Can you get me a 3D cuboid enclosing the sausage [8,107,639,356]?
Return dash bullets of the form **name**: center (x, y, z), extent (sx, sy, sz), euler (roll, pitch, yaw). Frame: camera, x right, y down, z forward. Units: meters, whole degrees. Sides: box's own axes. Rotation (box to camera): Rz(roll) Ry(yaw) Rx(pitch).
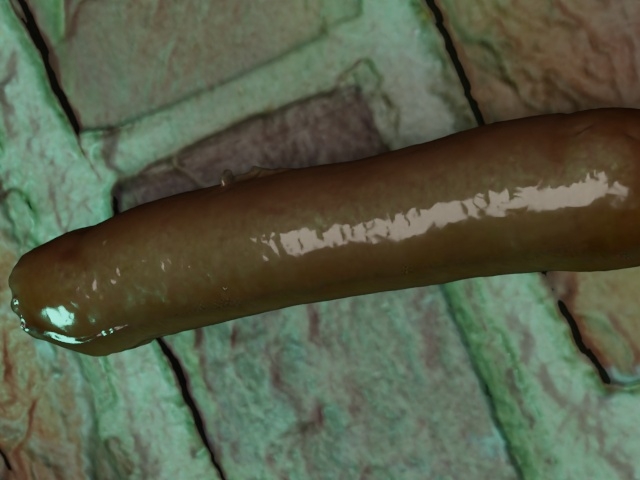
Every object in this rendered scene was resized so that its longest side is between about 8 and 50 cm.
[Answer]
- **sausage**: center (0.000, 0.000, 0.513), extent (0.419, 0.094, 0.094), euler (-12, 69, 21)
